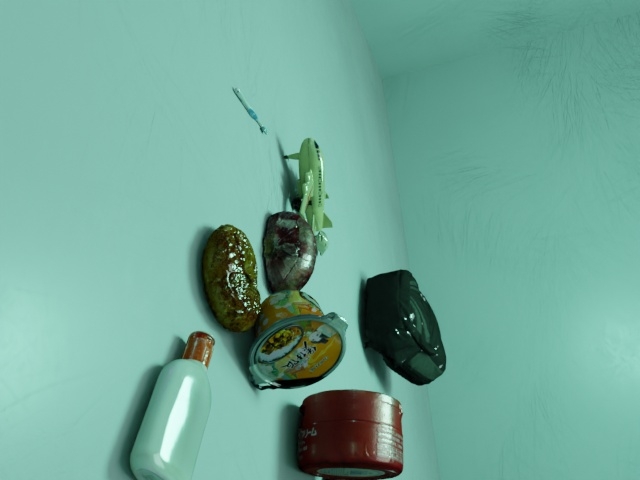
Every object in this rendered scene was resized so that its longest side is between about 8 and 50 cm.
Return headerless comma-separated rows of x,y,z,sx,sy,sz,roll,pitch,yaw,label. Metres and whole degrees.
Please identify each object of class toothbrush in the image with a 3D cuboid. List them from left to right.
-0.156,-0.292,1.263,0.162,0.014,0.017,53,12,-56,toothbrush

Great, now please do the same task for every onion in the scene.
-0.056,0.028,1.243,0.151,0.098,0.206,45,37,-61,onion

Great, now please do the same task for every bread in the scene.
-0.146,0.065,0.973,0.193,0.064,0.193,-11,90,-78,bread

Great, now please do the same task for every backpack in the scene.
0.309,0.337,2.041,0.446,0.255,0.363,53,26,-28,backpack

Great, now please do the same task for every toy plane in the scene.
-0.024,-0.136,1.452,0.242,0.104,0.256,-50,128,-67,toy plane

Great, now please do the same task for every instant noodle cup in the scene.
-0.053,0.174,1.051,0.178,0.208,0.125,62,1,-35,instant noodle cup

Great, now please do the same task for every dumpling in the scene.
0.001,-0.001,1.565,0.077,0.043,0.059,61,7,-28,dumpling

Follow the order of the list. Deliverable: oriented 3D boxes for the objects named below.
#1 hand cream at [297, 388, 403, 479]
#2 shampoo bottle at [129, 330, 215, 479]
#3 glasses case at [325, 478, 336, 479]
0.065,0.416,1.176,0.230,0.230,0.149,56,28,-54,hand cream
-0.186,0.219,0.748,0.221,0.051,0.108,-82,153,-48,shampoo bottle
0.053,0.595,1.273,0.321,0.082,0.122,-40,116,-72,glasses case
